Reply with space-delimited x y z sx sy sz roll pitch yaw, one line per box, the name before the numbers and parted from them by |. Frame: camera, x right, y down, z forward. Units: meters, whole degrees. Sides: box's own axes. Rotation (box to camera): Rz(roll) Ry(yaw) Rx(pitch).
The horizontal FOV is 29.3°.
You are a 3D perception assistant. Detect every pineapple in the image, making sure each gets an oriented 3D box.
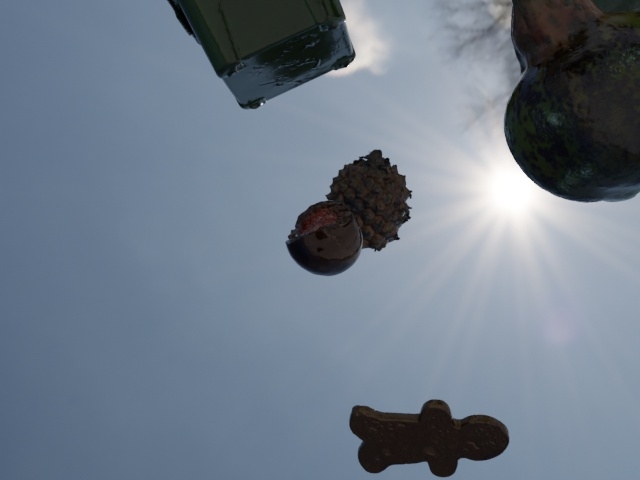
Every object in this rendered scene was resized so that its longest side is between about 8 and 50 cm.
pineapple | 0.093 -0.082 2.287 0.166 0.193 0.166 7 -152 -4

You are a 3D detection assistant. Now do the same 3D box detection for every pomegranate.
pomegranate | 0.284 -0.167 1.317 0.276 0.204 0.222 40 -124 20

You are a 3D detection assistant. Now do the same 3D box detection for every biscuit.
biscuit | 0.145 0.257 1.600 0.031 0.205 0.138 -77 -22 -50

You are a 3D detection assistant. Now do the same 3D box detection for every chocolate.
chocolate | 0.000 0.000 2.011 0.133 0.124 0.127 -30 -104 -41

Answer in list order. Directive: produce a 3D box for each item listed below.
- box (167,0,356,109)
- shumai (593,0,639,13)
box | -0.078 -0.331 1.860 0.329 0.252 0.178 46 -158 -80
shumai | 0.444 -0.446 1.690 0.397 0.323 0.324 17 -145 -10
